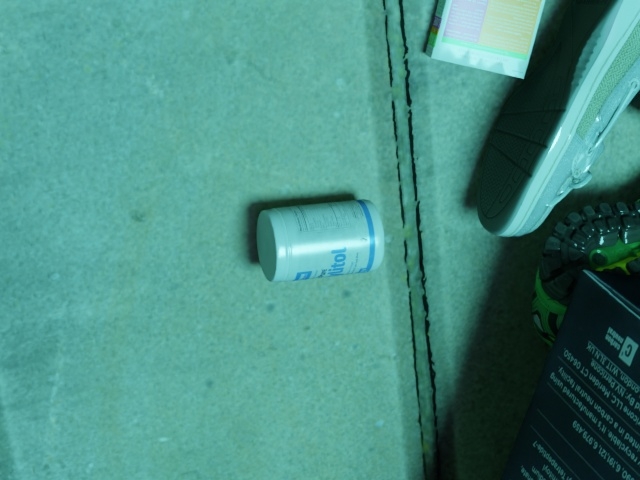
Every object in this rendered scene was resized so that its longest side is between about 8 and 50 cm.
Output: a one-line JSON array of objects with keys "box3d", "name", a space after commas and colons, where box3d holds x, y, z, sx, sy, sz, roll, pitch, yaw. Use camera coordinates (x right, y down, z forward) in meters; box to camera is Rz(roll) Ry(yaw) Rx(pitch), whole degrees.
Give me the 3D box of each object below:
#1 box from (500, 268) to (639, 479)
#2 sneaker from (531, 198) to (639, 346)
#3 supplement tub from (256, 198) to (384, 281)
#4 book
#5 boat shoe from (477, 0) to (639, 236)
[{"box3d": [0.423, 0.316, 1.318, 0.480, 0.297, 0.471, 8, 110, -28], "name": "box"}, {"box3d": [0.355, 0.007, 1.424, 0.344, 0.134, 0.146, -18, 152, -20], "name": "sneaker"}, {"box3d": [0.000, 0.000, 1.303, 0.107, 0.071, 0.071, -7, 112, -17], "name": "supplement tub"}, {"box3d": [0.161, -0.232, 1.294, 0.096, 0.035, 0.144, 9, 106, -20], "name": "book"}, {"box3d": [0.257, -0.138, 1.320, 0.103, 0.118, 0.320, 27, 93, -22], "name": "boat shoe"}]
